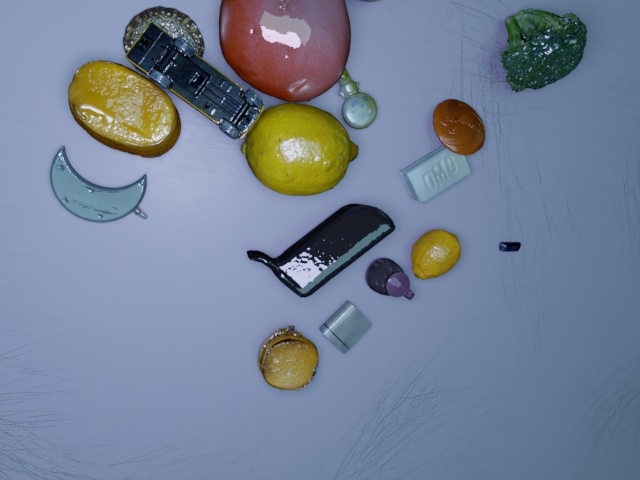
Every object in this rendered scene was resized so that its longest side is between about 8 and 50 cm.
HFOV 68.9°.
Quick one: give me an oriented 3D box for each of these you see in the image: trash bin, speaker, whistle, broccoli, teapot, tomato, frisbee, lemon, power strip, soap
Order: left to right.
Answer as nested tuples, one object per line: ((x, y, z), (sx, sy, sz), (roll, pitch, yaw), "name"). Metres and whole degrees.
((-0.567, -0.127, 1.210), (0.254, 0.054, 0.167), (21, 97, -20), "power strip")
((-0.078, -0.516, 1.153), (0.342, 0.273, 0.340), (1, 85, -14), "tomato")
((-0.052, -0.239, 1.246), (0.320, 0.245, 0.244), (2, 100, -13), "lemon")
((0.000, 0.000, 1.349), (0.388, 0.180, 0.184), (-37, 104, -7), "speaker")
((0.080, 0.276, 1.487), (0.130, 0.059, 0.116), (-45, 110, -6), "trash bin")
((0.091, -0.419, 1.359), (0.104, 0.057, 0.198), (-30, 100, -4), "whistle")
((0.220, 0.136, 1.456), (0.116, 0.146, 0.148), (-25, 107, -11), "teapot")
((0.362, 0.045, 1.486), (0.142, 0.142, 0.187), (41, 92, -20), "lemon")
((0.362, -0.213, 1.472), (0.198, 0.066, 0.119), (-32, 106, -9), "soap")
((0.436, -0.356, 1.443), (0.192, 0.035, 0.191), (6, 73, -20), "frisbee")
((0.673, -0.589, 1.428), (0.295, 0.265, 0.245), (-13, 70, -21), "broccoli")

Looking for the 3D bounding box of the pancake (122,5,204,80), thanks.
((-0.401, -0.502, 1.202), (0.200, 0.021, 0.199), (-4, 102, -17), "pancake")

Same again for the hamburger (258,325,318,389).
((-0.094, 0.365, 1.421), (0.191, 0.118, 0.181), (39, 91, -17), "hamburger")

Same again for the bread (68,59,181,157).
((-0.478, -0.320, 1.149), (0.270, 0.143, 0.195), (26, 84, -17), "bread")

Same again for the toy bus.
((-0.298, -0.380, 1.144), (0.336, 0.123, 0.121), (35, 89, -4), "toy bus")

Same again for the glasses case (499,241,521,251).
((0.668, 0.023, 1.636), (0.084, 0.023, 0.033), (0, 100, -17), "glasses case")
